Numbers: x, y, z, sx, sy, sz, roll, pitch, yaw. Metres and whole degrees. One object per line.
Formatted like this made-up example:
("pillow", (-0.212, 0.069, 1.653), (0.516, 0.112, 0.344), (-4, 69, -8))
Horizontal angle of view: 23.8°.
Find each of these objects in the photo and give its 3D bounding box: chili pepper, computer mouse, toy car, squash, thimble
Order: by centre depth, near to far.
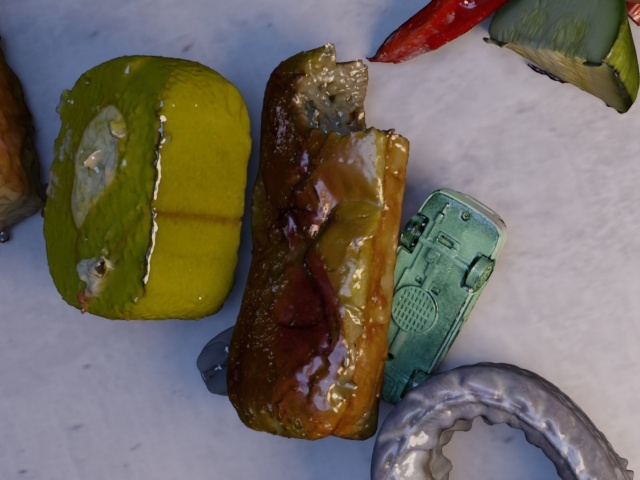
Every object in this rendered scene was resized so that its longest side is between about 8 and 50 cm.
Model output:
("squash", (0.220, -0.206, 1.371), (0.169, 0.252, 0.093), (30, 93, 15))
("thimble", (0.173, 0.220, 1.406), (0.236, 0.172, 0.205), (19, 95, 18))
("chili pepper", (0.146, -0.236, 1.467), (0.268, 0.059, 0.050), (-35, 64, 30))
("toy car", (0.104, 0.057, 1.480), (0.090, 0.076, 0.224), (34, 114, 17))
("computer mouse", (-0.084, 0.120, 1.547), (0.096, 0.039, 0.066), (-28, 80, 13))

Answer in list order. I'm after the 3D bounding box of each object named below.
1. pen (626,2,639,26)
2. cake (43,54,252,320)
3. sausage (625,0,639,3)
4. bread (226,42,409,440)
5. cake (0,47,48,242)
("pen", (0.377, -0.301, 1.450), (0.028, 0.028, 0.239), (44, 98, 13))
("cake", (-0.176, -0.052, 1.499), (0.179, 0.156, 0.260), (12, 96, 40))
("sausage", (0.471, -0.261, 1.379), (0.433, 0.088, 0.088), (-4, 86, 10))
("bread", (0.000, 0.000, 1.453), (0.185, 0.109, 0.380), (-3, 78, 57))
("cake", (-0.489, -0.125, 1.547), (0.307, 0.293, 0.314), (-23, 75, 11))
